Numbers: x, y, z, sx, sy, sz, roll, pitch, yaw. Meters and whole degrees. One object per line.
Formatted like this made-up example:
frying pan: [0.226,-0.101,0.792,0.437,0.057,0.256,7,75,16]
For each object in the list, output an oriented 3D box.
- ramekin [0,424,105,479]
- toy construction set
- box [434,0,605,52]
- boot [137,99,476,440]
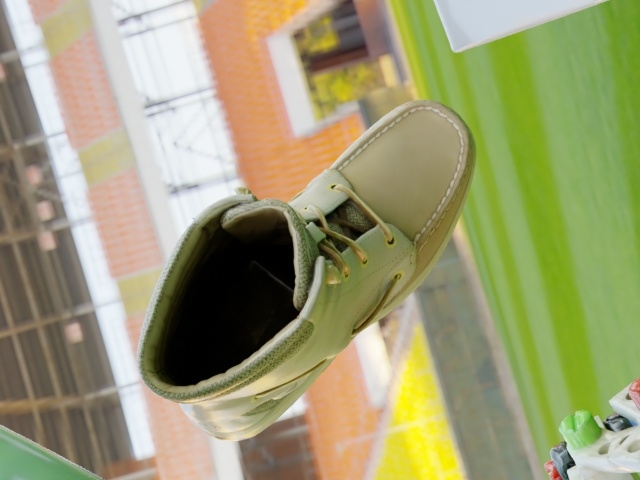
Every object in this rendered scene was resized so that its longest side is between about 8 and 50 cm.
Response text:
ramekin: [-0.129,0.187,0.609,0.148,0.303,0.303,-60,-23,-19]
toy construction set: [0.276,0.245,1.093,0.215,0.151,0.327,-89,-19,-73]
box: [0.105,-0.196,0.761,0.130,0.091,0.170,66,-158,-16]
boot: [0.000,0.000,0.809,0.095,0.262,0.203,42,173,12]
